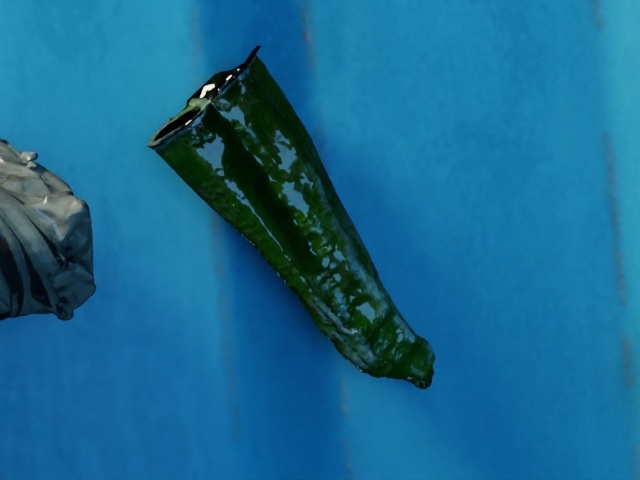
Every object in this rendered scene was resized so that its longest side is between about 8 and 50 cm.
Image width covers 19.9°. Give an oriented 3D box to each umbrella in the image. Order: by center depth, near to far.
[{"bbox_3d":[-0.275,0.022,0.895,0.358,0.113,0.106,-9,132,-43],"label":"umbrella"}]

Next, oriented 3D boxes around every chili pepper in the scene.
[{"bbox_3d":[0.000,0.000,1.066,0.088,0.059,0.227,-43,105,-17],"label":"chili pepper"}]
